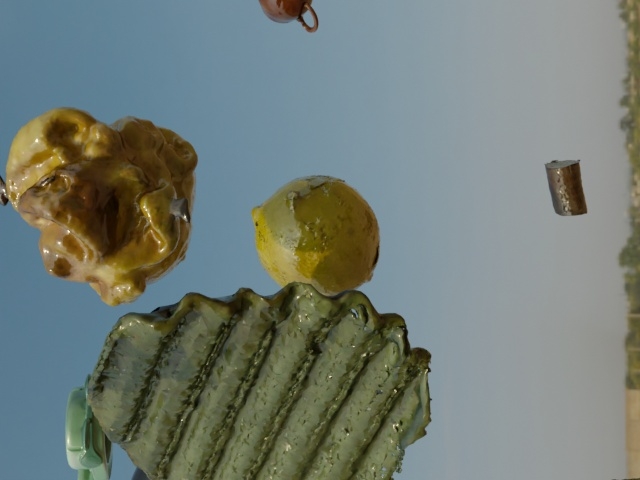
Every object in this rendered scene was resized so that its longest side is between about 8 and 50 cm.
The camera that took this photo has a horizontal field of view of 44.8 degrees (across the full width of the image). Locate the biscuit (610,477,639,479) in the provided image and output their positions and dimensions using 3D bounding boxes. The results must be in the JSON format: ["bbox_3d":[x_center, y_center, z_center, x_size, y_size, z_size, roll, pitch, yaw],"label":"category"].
[{"bbox_3d":[0.405,0.309,0.825,0.040,0.199,0.121,98,167,-52],"label":"biscuit"}]

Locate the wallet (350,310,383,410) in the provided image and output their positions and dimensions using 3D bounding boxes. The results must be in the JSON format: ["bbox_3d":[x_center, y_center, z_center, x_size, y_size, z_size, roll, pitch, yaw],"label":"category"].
[{"bbox_3d":[0.033,0.227,1.453,0.071,0.262,0.221,-28,-21,-29],"label":"wallet"}]

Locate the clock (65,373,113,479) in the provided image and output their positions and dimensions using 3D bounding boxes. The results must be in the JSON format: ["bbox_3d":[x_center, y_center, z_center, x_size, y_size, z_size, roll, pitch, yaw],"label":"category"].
[{"bbox_3d":[-0.365,0.294,1.232,0.188,0.060,0.148,103,164,-56],"label":"clock"}]

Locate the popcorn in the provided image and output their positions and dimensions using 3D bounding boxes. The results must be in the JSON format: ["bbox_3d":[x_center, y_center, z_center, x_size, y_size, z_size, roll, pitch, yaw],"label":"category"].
[{"bbox_3d":[-0.310,-0.047,1.191,0.316,0.281,0.297,-1,-90,-58],"label":"popcorn"}]

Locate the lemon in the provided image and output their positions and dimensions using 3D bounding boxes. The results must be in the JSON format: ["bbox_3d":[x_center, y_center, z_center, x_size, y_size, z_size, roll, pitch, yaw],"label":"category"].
[{"bbox_3d":[0.000,0.000,1.089,0.206,0.173,0.173,45,-136,-30],"label":"lemon"}]

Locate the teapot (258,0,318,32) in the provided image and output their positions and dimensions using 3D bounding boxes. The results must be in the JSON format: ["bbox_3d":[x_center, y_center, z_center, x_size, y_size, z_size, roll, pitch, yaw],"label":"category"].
[{"bbox_3d":[-0.069,-0.469,1.511,0.173,0.116,0.116,44,-152,3],"label":"teapot"}]

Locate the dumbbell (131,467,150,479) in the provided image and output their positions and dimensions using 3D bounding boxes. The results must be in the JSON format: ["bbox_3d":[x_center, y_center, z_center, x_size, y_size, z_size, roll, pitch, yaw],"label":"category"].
[{"bbox_3d":[-0.385,0.676,1.794,0.322,0.204,0.204,-66,-26,-6],"label":"dumbbell"}]

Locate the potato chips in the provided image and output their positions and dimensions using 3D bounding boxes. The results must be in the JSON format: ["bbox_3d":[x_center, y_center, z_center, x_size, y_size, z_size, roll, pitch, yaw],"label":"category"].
[{"bbox_3d":[-0.071,0.198,0.839,0.070,0.359,0.429,-88,14,-47],"label":"potato chips"}]

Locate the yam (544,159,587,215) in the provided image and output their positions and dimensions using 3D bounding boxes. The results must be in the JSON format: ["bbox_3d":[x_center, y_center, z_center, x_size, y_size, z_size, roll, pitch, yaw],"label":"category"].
[{"bbox_3d":[0.566,-0.121,1.789,0.084,0.084,0.127,-36,-63,-63],"label":"yam"}]
